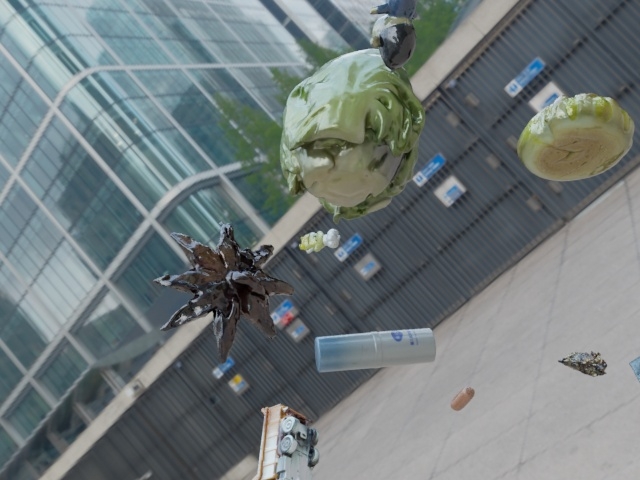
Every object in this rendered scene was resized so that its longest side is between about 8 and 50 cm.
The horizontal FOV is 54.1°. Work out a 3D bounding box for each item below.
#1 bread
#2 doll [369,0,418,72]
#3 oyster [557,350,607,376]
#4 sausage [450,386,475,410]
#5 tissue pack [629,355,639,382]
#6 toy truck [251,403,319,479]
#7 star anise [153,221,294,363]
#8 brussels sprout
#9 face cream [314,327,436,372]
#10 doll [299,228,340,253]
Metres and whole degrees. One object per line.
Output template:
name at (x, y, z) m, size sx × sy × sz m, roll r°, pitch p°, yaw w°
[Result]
bread at (0.486, -0.199, 1.198) m, size 0.213 × 0.213 × 0.105 m, roll 129°, pitch 157°, yaw -57°
doll at (0.130, -0.384, 1.093) m, size 0.102 × 0.179 × 0.089 m, roll -2°, pitch 6°, yaw -28°
oyster at (0.754, 0.359, 1.797) m, size 0.029 × 0.086 × 0.132 m, roll -18°, pitch -11°, yaw -43°
sausage at (0.351, 0.391, 1.548) m, size 0.034 × 0.034 × 0.083 m, roll -37°, pitch -21°, yaw -45°
tissue pack at (0.884, 0.299, 1.462) m, size 0.257 × 0.081 × 0.185 m, roll -44°, pitch 28°, yaw 26°
toy truck at (-0.084, 0.515, 1.440) m, size 0.135 × 0.114 × 0.270 m, roll -29°, pitch 39°, yaw 31°
star anise at (-0.163, 0.076, 1.105) m, size 0.272 × 0.272 × 0.102 m, roll -39°, pitch -3°, yaw -34°
brussels sprout at (0.072, -0.279, 1.547) m, size 0.342 × 0.361 × 0.425 m, roll 3°, pitch -26°, yaw -8°
face cream at (0.116, 0.233, 1.335) m, size 0.250 × 0.077 × 0.077 m, roll -4°, pitch -13°, yaw -9°
doll at (0.000, 0.000, 2.393) m, size 0.162 × 0.062 × 0.106 m, roll -9°, pitch 44°, yaw 19°
